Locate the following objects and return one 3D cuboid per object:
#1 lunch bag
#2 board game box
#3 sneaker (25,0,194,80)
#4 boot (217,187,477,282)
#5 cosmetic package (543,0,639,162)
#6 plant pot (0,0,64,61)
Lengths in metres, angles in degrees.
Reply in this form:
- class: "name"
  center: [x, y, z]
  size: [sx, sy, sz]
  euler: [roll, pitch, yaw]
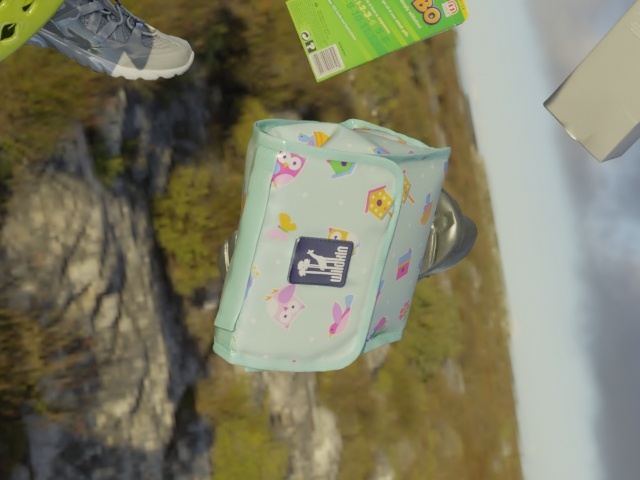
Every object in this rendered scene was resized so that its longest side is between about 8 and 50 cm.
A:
- class: "lunch bag"
  center: [0.000, 0.000, 1.216]
  size: [0.262, 0.160, 0.223]
  euler: [-12, 119, -62]
- class: "board game box"
  center: [0.079, -0.315, 1.723]
  size: [0.039, 0.259, 0.124]
  euler: [-29, 99, -51]
- class: "sneaker"
  center: [-0.286, -0.281, 1.578]
  size: [0.105, 0.281, 0.115]
  euler: [-119, -131, -63]
- class: "boot"
  center: [0.121, 0.006, 1.844]
  size: [0.445, 0.367, 0.146]
  euler: [5, 77, -59]
- class: "cosmetic package"
  center: [0.444, -0.234, 1.778]
  size: [0.127, 0.238, 0.107]
  euler: [51, 33, 15]
- class: "plant pot"
  center: [-0.355, -0.341, 1.305]
  size: [0.227, 0.207, 0.228]
  euler: [53, -11, 40]
